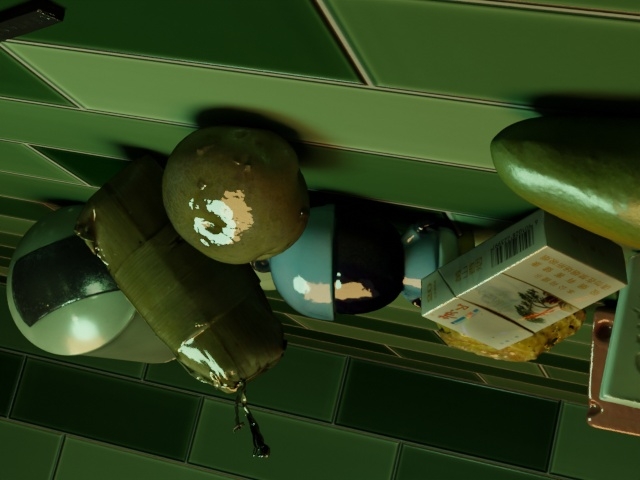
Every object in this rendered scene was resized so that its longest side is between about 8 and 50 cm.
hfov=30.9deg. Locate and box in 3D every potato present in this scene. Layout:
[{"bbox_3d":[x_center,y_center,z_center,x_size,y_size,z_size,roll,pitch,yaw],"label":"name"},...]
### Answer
[{"bbox_3d":[-0.101,-0.058,1.415,0.177,0.160,0.235,-8,160,-16],"label":"potato"}]

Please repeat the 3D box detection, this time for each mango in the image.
[{"bbox_3d":[0.280,-0.052,1.063,0.251,0.114,0.156,8,175,22],"label":"mango"}]

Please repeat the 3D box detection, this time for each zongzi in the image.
[{"bbox_3d":[-0.179,0.105,1.765,0.447,0.181,0.418,54,170,1],"label":"zongzi"}]

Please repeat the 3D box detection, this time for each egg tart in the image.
[{"bbox_3d":[0.289,0.126,1.913,0.294,0.123,0.294,12,169,2],"label":"egg tart"}]

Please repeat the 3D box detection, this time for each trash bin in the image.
[{"bbox_3d":[-0.407,0.100,2.259,0.280,0.280,0.432,10,172,19],"label":"trash bin"}]

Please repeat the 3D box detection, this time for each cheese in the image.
[{"bbox_3d":[0.527,0.195,1.920,0.128,0.203,0.177,6,-165,26],"label":"cheese"}]

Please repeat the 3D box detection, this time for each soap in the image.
[{"bbox_3d":[0.443,0.124,1.515,0.119,0.198,0.066,12,168,10],"label":"soap"}]

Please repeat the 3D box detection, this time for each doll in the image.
[{"bbox_3d":[0.059,0.030,1.638,0.314,0.141,0.177,1,125,1],"label":"doll"}]

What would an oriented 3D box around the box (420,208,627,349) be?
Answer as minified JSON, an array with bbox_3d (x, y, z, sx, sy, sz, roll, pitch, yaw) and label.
[{"bbox_3d":[0.259,0.054,1.510,0.149,0.067,0.233,26,140,-28],"label":"box"}]

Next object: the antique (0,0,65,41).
[{"bbox_3d":[-0.321,-0.223,1.199,0.031,0.015,0.192,22,166,-37],"label":"antique"}]

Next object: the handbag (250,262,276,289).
[{"bbox_3d":[0.000,0.000,1.827,0.315,0.109,0.241,-9,159,30],"label":"handbag"}]
